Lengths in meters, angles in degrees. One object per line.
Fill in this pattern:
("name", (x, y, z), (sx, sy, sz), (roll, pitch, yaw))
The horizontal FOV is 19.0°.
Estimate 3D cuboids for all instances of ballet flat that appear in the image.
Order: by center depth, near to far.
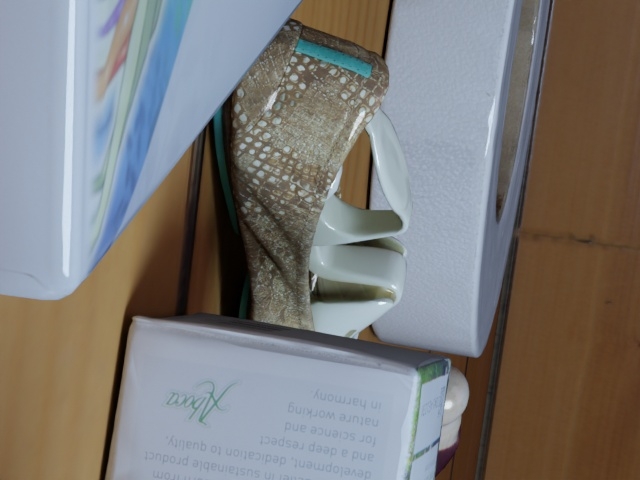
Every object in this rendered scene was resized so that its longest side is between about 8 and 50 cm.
("ballet flat", (0.000, 0.000, 0.715), (0.206, 0.067, 0.073), (86, 15, -56))

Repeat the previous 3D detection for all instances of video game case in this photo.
("video game case", (-0.024, -0.193, 0.467), (0.300, 0.036, 0.329), (-62, 160, -64))

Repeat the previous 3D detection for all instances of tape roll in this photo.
("tape roll", (0.100, -0.119, 1.239), (0.392, 0.072, 0.392), (9, 90, -81))

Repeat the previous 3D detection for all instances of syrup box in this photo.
("syrup box", (-0.024, 0.147, 0.613), (0.093, 0.096, 0.236), (6, 93, -80))

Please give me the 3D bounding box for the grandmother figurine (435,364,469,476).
("grandmother figurine", (0.006, 0.146, 0.843), (0.208, 0.104, 0.342), (-52, 170, -6))
